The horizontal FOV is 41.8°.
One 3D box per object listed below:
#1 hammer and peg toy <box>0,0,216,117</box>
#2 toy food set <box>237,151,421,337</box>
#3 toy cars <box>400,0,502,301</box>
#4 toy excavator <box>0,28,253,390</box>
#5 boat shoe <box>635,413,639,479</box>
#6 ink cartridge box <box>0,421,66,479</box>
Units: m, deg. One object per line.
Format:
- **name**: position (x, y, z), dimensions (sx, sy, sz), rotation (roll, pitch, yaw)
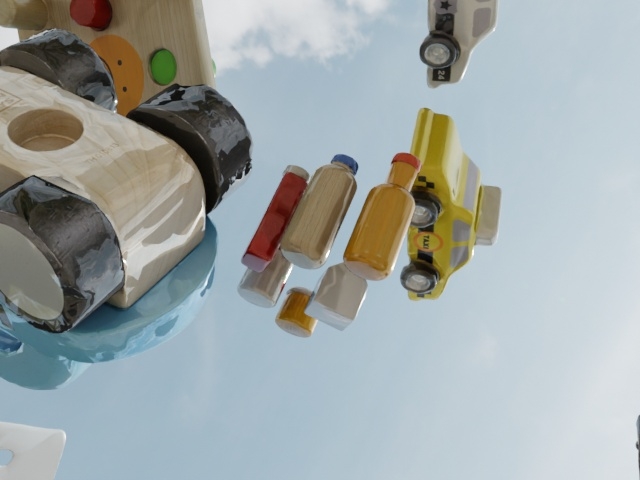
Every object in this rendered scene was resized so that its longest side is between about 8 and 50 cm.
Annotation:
- **hammer and peg toy**: position (-0.240, -0.231, 0.929), dimensions (0.266, 0.127, 0.361), rotation (-7, -84, 29)
- **toy food set**: position (0.000, 0.000, 0.733), dimensions (0.111, 0.232, 0.104), rotation (26, -115, -4)
- **toy cars**: position (0.130, -0.129, 0.763), dimensions (0.087, 0.176, 0.393), rotation (5, -83, 11)
- **toy excavator**: position (-0.302, 0.035, 0.801), dimensions (0.433, 0.222, 0.445), rotation (25, -47, 17)
- **boat shoe**: position (0.242, 0.136, 0.546), dimensions (0.066, 0.066, 0.183), rotation (8, -84, -3)
- **ink cartridge box**: position (-0.316, 0.349, 0.767), dimensions (0.119, 0.207, 0.353), rotation (4, -104, 34)
